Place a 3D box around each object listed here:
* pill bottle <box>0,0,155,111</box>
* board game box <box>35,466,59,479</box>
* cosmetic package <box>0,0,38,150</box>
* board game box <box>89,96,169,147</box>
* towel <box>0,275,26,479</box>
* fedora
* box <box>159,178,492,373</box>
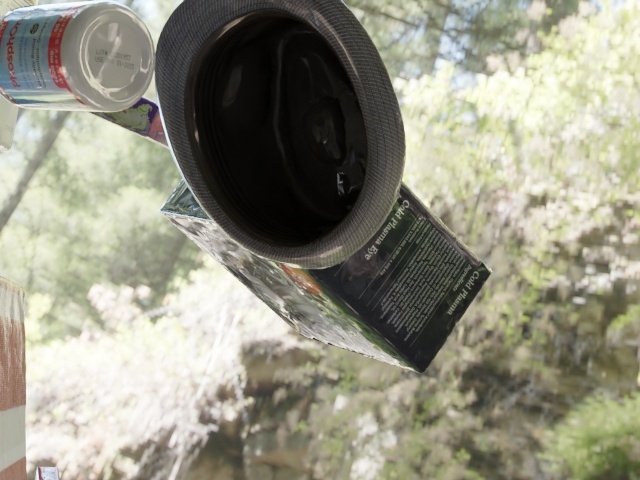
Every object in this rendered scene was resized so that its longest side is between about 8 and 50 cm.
[{"bbox_3d":[-0.216,-0.149,1.004,0.160,0.087,0.087,6,-42,42],"label":"pill bottle"},{"bbox_3d":[-0.306,0.403,1.323,0.027,0.145,0.281,6,-74,-16],"label":"board game box"},{"bbox_3d":[-0.627,-0.326,1.676,0.393,0.329,0.327,9,-3,5],"label":"cosmetic package"},{"bbox_3d":[-0.287,-0.183,1.607,0.208,0.056,0.347,28,1,-1],"label":"board game box"},{"bbox_3d":[-0.290,0.197,1.090,0.037,0.329,0.237,-1,-6,-8],"label":"towel"},{"bbox_3d":[-0.017,-0.115,1.141,0.243,0.124,0.275,-32,-96,31],"label":"fedora"},{"bbox_3d":[0.000,0.000,1.693,0.312,0.179,0.343,42,-15,-26],"label":"box"}]
